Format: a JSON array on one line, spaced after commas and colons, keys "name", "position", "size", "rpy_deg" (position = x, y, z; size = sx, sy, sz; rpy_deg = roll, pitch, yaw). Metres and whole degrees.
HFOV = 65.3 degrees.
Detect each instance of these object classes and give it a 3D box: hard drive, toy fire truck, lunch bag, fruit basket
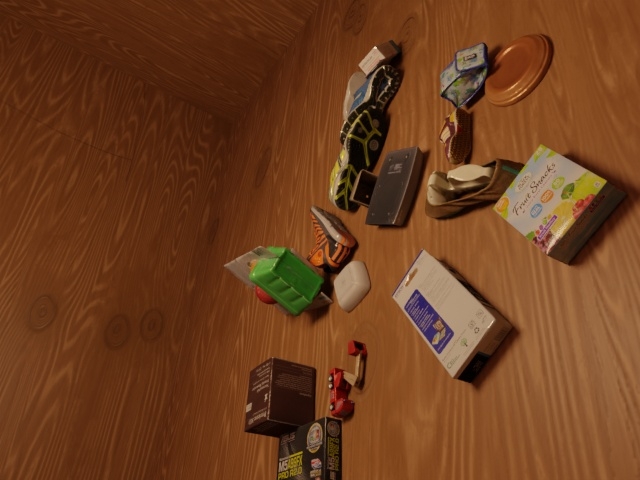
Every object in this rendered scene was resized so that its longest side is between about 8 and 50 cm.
[{"name": "hard drive", "position": [0.235, -0.163, 1.570], "size": [0.172, 0.054, 0.254], "rpy_deg": [3, 73, 61]}, {"name": "toy fire truck", "position": [0.080, 0.400, 1.444], "size": [0.135, 0.047, 0.192], "rpy_deg": [-42, 36, 40]}, {"name": "lunch bag", "position": [0.413, -0.473, 1.413], "size": [0.151, 0.096, 0.128], "rpy_deg": [-41, 26, 42]}, {"name": "fruit basket", "position": [-0.158, 0.148, 1.808], "size": [0.165, 0.327, 0.353], "rpy_deg": [-57, 17, -25]}]

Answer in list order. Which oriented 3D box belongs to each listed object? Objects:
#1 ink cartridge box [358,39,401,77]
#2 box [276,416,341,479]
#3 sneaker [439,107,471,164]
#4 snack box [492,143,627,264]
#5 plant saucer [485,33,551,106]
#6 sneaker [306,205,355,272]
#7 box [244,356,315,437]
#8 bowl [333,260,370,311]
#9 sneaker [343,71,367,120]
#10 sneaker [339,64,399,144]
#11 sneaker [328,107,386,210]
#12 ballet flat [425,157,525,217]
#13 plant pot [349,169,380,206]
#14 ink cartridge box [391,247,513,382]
[{"name": "ink cartridge box", "position": [0.218, -0.690, 1.899], "size": [0.104, 0.061, 0.181], "rpy_deg": [-40, 1, 45]}, {"name": "box", "position": [-0.038, 0.656, 1.457], "size": [0.270, 0.060, 0.216], "rpy_deg": [-40, 38, 44]}, {"name": "sneaker", "position": [0.372, -0.279, 1.401], "size": [0.084, 0.070, 0.185], "rpy_deg": [-39, 31, 59]}, {"name": "snack box", "position": [0.478, -0.079, 1.028], "size": [0.174, 0.070, 0.207], "rpy_deg": [-59, 26, 19]}, {"name": "plant saucer", "position": [0.504, -0.448, 1.302], "size": [0.200, 0.037, 0.200], "rpy_deg": [-43, 34, 40]}, {"name": "sneaker", "position": [0.000, 0.000, 1.819], "size": [0.180, 0.125, 0.321], "rpy_deg": [-59, 27, 16]}, {"name": "box", "position": [-0.130, 0.512, 1.620], "size": [0.168, 0.167, 0.203], "rpy_deg": [-41, 37, 43]}, {"name": "bowl", "position": [0.093, 0.142, 1.614], "size": [0.142, 0.053, 0.142], "rpy_deg": [-54, 29, 30]}, {"name": "sneaker", "position": [0.131, -0.605, 2.102], "size": [0.094, 0.080, 0.212], "rpy_deg": [169, 119, -73]}, {"name": "sneaker", "position": [0.177, -0.501, 1.900], "size": [0.330, 0.130, 0.147], "rpy_deg": [-58, 16, 6]}, {"name": "sneaker", "position": [0.113, -0.301, 1.816], "size": [0.147, 0.145, 0.384], "rpy_deg": [21, 87, 64]}, {"name": "ballet flat", "position": [0.351, -0.137, 1.254], "size": [0.342, 0.124, 0.116], "rpy_deg": [-10, 62, 61]}, {"name": "plant pot", "position": [0.154, -0.163, 1.682], "size": [0.096, 0.109, 0.109], "rpy_deg": [170, 119, -72]}, {"name": "ink cartridge box", "position": [0.297, 0.165, 1.193], "size": [0.165, 0.065, 0.332], "rpy_deg": [-60, 28, 17]}]
